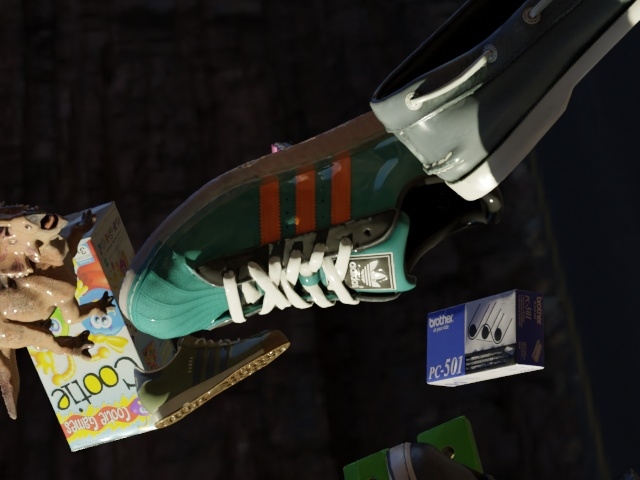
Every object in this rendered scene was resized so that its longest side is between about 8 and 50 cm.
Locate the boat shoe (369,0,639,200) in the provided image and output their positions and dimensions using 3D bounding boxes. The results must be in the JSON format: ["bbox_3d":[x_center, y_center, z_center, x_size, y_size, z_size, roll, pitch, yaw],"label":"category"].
[{"bbox_3d":[0.153,-0.173,0.963,0.319,0.099,0.116,-53,12,16],"label":"boat shoe"}]

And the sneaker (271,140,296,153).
[{"bbox_3d":[0.020,-0.043,1.520,0.178,0.077,0.072,43,140,37],"label":"sneaker"}]

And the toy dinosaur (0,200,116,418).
[{"bbox_3d":[-0.355,0.061,1.779,0.127,0.200,0.295,46,116,37],"label":"toy dinosaur"}]

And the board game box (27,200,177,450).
[{"bbox_3d":[-0.299,0.112,2.033,0.144,0.142,0.275,-73,-36,-69],"label":"board game box"}]

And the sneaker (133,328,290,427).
[{"bbox_3d":[-0.138,0.141,1.861,0.086,0.192,0.064,56,168,14],"label":"sneaker"}]

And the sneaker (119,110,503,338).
[{"bbox_3d":[0.000,0.000,1.152,0.121,0.302,0.108,48,160,35],"label":"sneaker"}]

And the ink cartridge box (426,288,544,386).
[{"bbox_3d":[0.210,0.128,1.991,0.207,0.046,0.097,-21,64,60],"label":"ink cartridge box"}]

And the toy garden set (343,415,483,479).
[{"bbox_3d":[0.034,0.275,1.197,0.049,0.244,0.203,47,-157,-45],"label":"toy garden set"}]

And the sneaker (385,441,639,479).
[{"bbox_3d":[0.151,0.160,0.910,0.226,0.163,0.086,47,-161,-36],"label":"sneaker"}]
